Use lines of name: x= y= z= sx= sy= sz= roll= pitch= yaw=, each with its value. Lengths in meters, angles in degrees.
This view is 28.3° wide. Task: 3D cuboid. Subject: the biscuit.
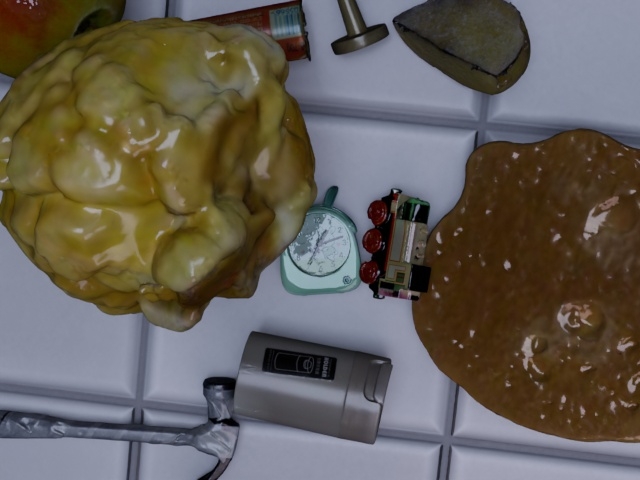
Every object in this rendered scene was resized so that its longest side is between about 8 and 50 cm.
biscuit: x=0.302 y=0.056 z=1.501 sx=0.385 sy=0.062 sz=0.365 roll=22 pitch=102 yaw=22

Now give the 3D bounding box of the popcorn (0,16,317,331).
popcorn: x=-0.189 y=-0.087 z=1.410 sx=0.354 sy=0.390 sz=0.344 roll=29 pitch=83 yaw=-21

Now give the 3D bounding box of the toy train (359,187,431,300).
toy train: x=0.097 y=0.006 z=1.544 sx=0.087 sy=0.050 sz=0.138 roll=7 pitch=88 yaw=42

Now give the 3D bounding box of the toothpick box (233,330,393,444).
toothpick box: x=-0.008 y=0.181 z=1.565 sx=0.180 sy=0.111 sz=0.111 roll=12 pitch=97 yaw=5

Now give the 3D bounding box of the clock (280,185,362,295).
clock: x=0.000 y=0.000 z=1.580 sx=0.101 sy=0.041 sz=0.135 roll=-2 pitch=95 yaw=6

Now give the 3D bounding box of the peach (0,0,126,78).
peach: x=-0.341 y=-0.300 z=1.485 sx=0.231 sy=0.231 sz=0.231 roll=1 pitch=96 yaw=5

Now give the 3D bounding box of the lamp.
lamp: x=0.017 y=-0.334 z=1.505 sx=0.121 sy=0.121 sz=0.215 roll=-20 pitch=104 yaw=7

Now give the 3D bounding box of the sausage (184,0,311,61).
sausage: x=-0.144 y=-0.237 z=1.551 sx=0.264 sy=0.083 sz=0.083 roll=-9 pitch=95 yaw=7

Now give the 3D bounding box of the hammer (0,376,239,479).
hammer: x=-0.315 y=0.234 z=1.634 sx=0.427 sy=0.044 sz=0.152 roll=5 pitch=97 yaw=6

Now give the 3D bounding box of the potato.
potato: x=0.184 y=-0.236 z=1.530 sx=0.172 sy=0.089 sz=0.101 roll=30 pitch=76 yaw=32
